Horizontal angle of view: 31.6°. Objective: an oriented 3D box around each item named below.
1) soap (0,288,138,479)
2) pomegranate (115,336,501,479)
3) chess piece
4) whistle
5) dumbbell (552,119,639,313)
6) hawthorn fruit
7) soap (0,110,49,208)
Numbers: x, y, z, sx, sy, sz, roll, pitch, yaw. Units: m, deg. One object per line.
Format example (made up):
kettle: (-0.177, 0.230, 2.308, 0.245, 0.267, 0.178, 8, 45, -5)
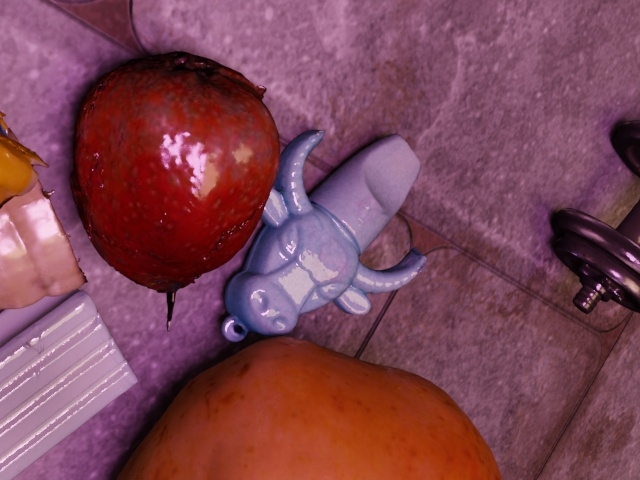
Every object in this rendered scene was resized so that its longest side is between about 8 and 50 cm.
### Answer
soap: (-0.268, 0.132, 0.976, 0.198, 0.066, 0.119, -38, 131, -20)
pomegranate: (-0.014, 0.274, 1.088, 0.410, 0.410, 0.410, -21, 125, -33)
chess piece: (-0.336, 0.037, 0.843, 0.300, 0.137, 0.137, -28, 129, -14)
whistle: (0.000, 0.000, 1.129, 0.274, 0.093, 0.186, -46, 109, -17)
dumbbell: (0.407, -0.030, 1.403, 0.290, 0.192, 0.192, -53, 136, -4)
hawthorn fruit: (-0.126, -0.036, 0.933, 0.181, 0.181, 0.235, -1, 108, -42)
soap: (-0.345, -0.110, 0.683, 0.324, 0.204, 0.096, 28, 104, -45)
